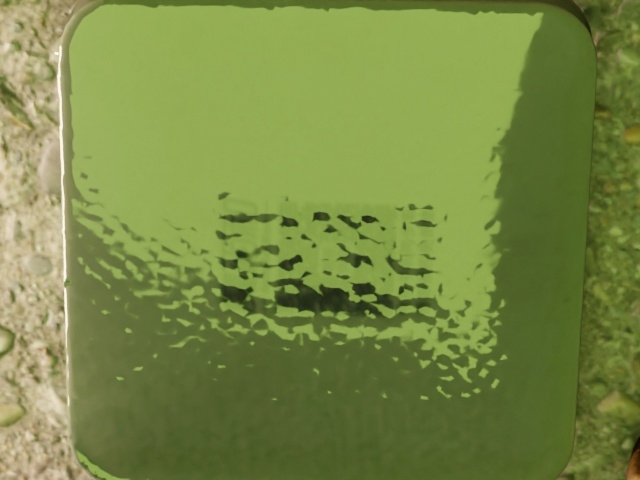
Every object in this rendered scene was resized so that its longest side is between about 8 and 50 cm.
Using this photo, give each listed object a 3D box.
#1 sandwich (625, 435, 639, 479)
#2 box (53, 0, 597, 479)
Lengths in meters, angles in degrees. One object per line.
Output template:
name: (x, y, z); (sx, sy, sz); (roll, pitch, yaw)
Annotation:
sandwich: (0.280, 0.262, 1.360); (0.155, 0.198, 0.227); (2, 95, 9)
box: (0.000, 0.000, 1.386); (0.373, 0.090, 0.367); (2, 108, 2)
